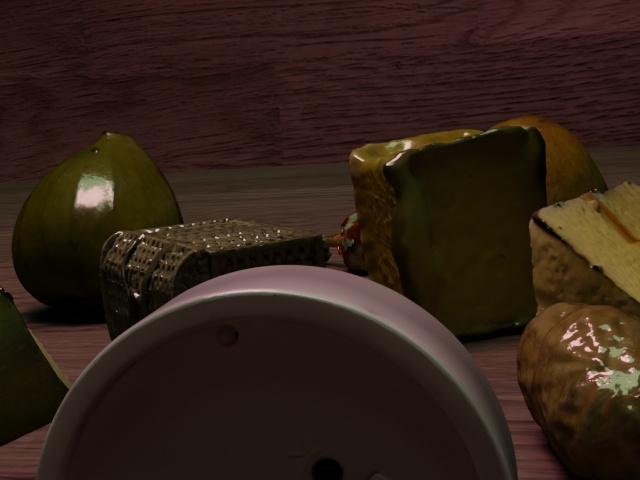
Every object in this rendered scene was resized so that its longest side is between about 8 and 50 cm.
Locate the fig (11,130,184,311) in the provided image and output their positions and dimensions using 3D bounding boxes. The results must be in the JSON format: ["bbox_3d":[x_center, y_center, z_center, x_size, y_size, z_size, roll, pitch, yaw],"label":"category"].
[{"bbox_3d":[-0.261,-0.027,1.563,0.203,0.225,0.203,1,-15,0],"label":"fig"}]

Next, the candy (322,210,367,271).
[{"bbox_3d":[-0.001,0.001,1.727,0.084,0.078,0.287,9,-6,-37],"label":"candy"}]

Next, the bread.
[{"bbox_3d":[0.308,0.023,1.153,0.178,0.135,0.240,1,8,35],"label":"bread"}]

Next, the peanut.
[{"bbox_3d":[0.183,0.092,0.872,0.095,0.108,0.226,-10,6,1],"label":"peanut"}]

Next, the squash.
[{"bbox_3d":[-0.309,0.121,0.896,0.287,0.137,0.137,-28,9,1],"label":"squash"}]

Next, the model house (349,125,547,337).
[{"bbox_3d":[0.107,-0.011,1.321,0.174,0.193,0.234,-14,10,-21],"label":"model house"}]

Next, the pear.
[{"bbox_3d":[0.225,-0.038,1.452,0.200,0.200,0.200,-5,9,1],"label":"pear"}]

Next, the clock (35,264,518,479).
[{"bbox_3d":[-0.016,0.111,0.554,0.196,0.197,0.068,-4,8,9],"label":"clock"}]

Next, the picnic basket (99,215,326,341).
[{"bbox_3d":[-0.102,0.056,1.198,0.154,0.134,0.196,-11,11,-27],"label":"picnic basket"}]
